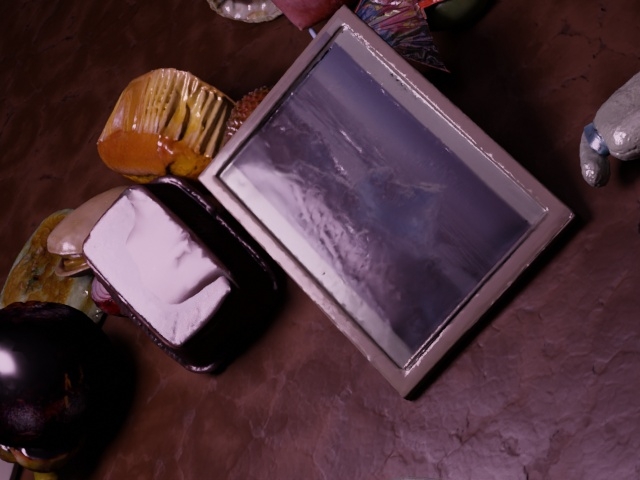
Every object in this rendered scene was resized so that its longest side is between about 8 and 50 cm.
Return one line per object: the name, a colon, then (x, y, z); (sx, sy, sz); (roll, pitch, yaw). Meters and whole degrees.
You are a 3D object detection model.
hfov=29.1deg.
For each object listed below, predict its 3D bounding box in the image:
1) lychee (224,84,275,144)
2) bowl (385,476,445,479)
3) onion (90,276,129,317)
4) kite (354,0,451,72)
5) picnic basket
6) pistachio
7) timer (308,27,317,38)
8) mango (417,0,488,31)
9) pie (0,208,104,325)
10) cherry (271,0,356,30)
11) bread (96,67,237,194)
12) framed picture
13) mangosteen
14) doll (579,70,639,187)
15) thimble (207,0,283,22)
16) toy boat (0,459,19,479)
lychee: (-0.065, -0.148, 1.874); (0.165, 0.165, 0.197); (-32, 48, 26)
bowl: (0.101, 0.422, 1.310); (0.307, 0.163, 0.307); (-14, 48, 17)
onion: (-0.271, 0.066, 1.987); (0.206, 0.098, 0.151); (-28, 45, 28)
kite: (0.119, -0.324, 1.794); (0.189, 0.009, 0.232); (-22, 69, 13)
picnic basket: (-0.226, 0.044, 1.832); (0.297, 0.129, 0.222); (44, 96, 18)
pistachio: (-0.359, -0.010, 2.072); (0.206, 0.130, 0.131); (-33, 36, -23)
timer: (0.070, -0.219, 1.800); (0.175, 0.175, 0.255); (-28, 37, 30)
mango: (0.167, -0.376, 1.852); (0.194, 0.092, 0.130); (18, 73, 39)
pie: (-0.474, 0.077, 2.208); (0.302, 0.067, 0.303); (-24, 50, 32)
cherry: (-0.007, -0.476, 1.978); (0.206, 0.239, 0.239); (109, 174, -67)
bread: (-0.242, -0.160, 2.011); (0.288, 0.204, 0.156); (1, 64, 55)
framed picture: (0.073, -0.058, 1.639); (0.446, 0.028, 0.326); (45, 101, 23)
mangosteen: (-0.448, 0.247, 1.957); (0.275, 0.275, 0.302); (7, 102, 47)
doll: (0.390, -0.155, 1.495); (0.214, 0.071, 0.103); (-47, 42, 7)
thimble: (-0.104, -0.472, 2.144); (0.190, 0.137, 0.144); (-2, 61, 28)
toy boat: (-0.589, 0.406, 2.064); (0.140, 0.140, 0.270); (4, 70, 46)
